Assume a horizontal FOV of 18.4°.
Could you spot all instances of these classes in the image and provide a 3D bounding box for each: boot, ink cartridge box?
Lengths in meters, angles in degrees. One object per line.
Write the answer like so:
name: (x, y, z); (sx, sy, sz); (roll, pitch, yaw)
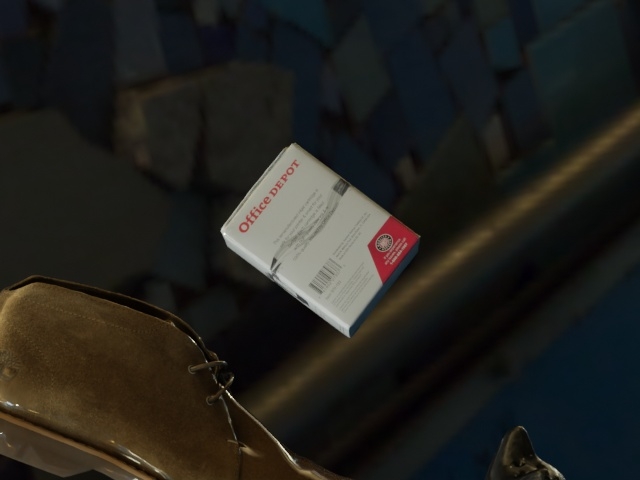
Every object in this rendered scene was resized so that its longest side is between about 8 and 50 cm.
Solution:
boot: (-0.077, 0.115, 1.244); (0.305, 0.115, 0.112); (22, 178, -11)
ink cartridge box: (0.000, 0.000, 1.816); (0.109, 0.150, 0.063); (-52, 171, -8)

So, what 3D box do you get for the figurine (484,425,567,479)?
figurine: (0.133, 0.239, 1.146); (0.092, 0.209, 0.215); (3, -166, -16)
